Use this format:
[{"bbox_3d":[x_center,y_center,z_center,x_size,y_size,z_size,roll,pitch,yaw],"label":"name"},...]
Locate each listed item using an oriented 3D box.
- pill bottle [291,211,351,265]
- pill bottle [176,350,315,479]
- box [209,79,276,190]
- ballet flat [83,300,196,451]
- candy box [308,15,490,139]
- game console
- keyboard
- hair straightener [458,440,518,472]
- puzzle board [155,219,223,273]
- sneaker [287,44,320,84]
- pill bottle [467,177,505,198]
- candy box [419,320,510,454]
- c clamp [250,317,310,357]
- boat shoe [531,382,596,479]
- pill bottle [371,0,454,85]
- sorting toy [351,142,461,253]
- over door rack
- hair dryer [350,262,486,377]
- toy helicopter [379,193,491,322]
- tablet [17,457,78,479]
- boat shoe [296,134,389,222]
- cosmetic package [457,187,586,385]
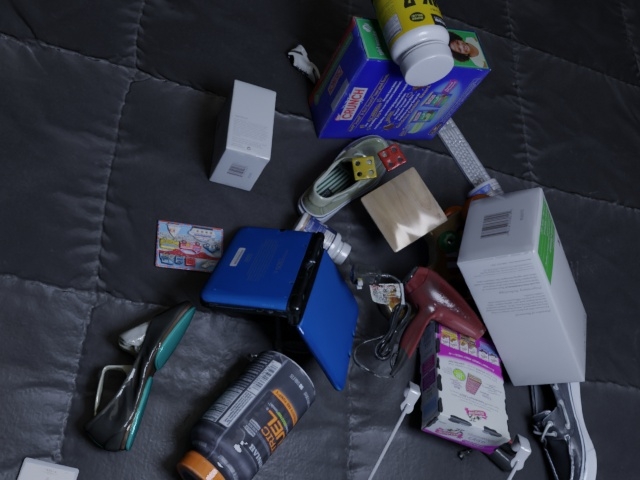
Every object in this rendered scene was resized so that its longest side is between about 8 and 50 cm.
[{"bbox_3d":[0.000,0.000,1.425,0.120,0.067,0.067,33,55,-8],"label":"pill bottle"},{"bbox_3d":[-0.127,0.310,1.168,0.130,0.130,0.246,44,55,0],"label":"pill bottle"},{"bbox_3d":[-0.157,-0.211,1.418,0.090,0.130,0.171,14,61,-19],"label":"box"},{"bbox_3d":[-0.303,0.206,1.161,0.096,0.095,0.281,22,57,0],"label":"ballet flat"},{"bbox_3d":[0.167,-0.347,1.561,0.317,0.268,0.122,-4,64,-27],"label":"candy box"},{"bbox_3d":[-0.062,0.114,1.287,0.250,0.174,0.293,5,26,7],"label":"game console"},{"bbox_3d":[0.340,-0.241,1.747,0.072,0.014,0.256,-23,77,-33],"label":"keyboard"},{"bbox_3d":[0.293,0.385,1.383,0.230,0.047,0.089,39,55,-3],"label":"hair straightener"},{"bbox_3d":[-0.247,0.012,1.333,0.128,0.011,0.097,8,62,-23],"label":"puzzle board"},{"bbox_3d":[-0.038,-0.403,1.636,0.043,0.040,0.109,-30,76,-18],"label":"sneaker"},{"bbox_3d":[0.414,-0.071,1.656,0.078,0.078,0.137,-22,76,-33],"label":"pill bottle"},{"bbox_3d":[0.279,0.282,1.383,0.159,0.071,0.234,23,41,-14],"label":"candy box"},{"bbox_3d":[-0.064,0.155,1.342,0.137,0.022,0.161,13,60,-21],"label":"c clamp"},{"bbox_3d":[0.484,0.381,1.444,0.102,0.108,0.302,16,57,-18],"label":"boat shoe"},{"bbox_3d":[0.181,-0.415,1.369,0.119,0.119,0.209,-6,68,-28],"label":"pill bottle"},{"bbox_3d":[0.166,-0.068,1.457,0.132,0.046,0.275,-32,83,-7],"label":"sorting toy"},{"bbox_3d":[0.189,0.435,1.185,0.239,0.108,0.324,27,82,2],"label":"over door rack"},{"bbox_3d":[0.188,0.158,1.366,0.293,0.080,0.224,2,71,-18],"label":"hair dryer"},{"bbox_3d":[0.277,0.075,1.510,0.355,0.140,0.235,-33,91,-24],"label":"toy helicopter"},{"bbox_3d":[-0.418,0.368,1.071,0.083,0.006,0.054,19,59,-16],"label":"tablet"},{"bbox_3d":[0.068,-0.142,1.515,0.109,0.094,0.302,43,55,0],"label":"boat shoe"},{"bbox_3d":[0.412,0.102,1.405,0.366,0.155,0.197,57,36,-32],"label":"cosmetic package"}]
